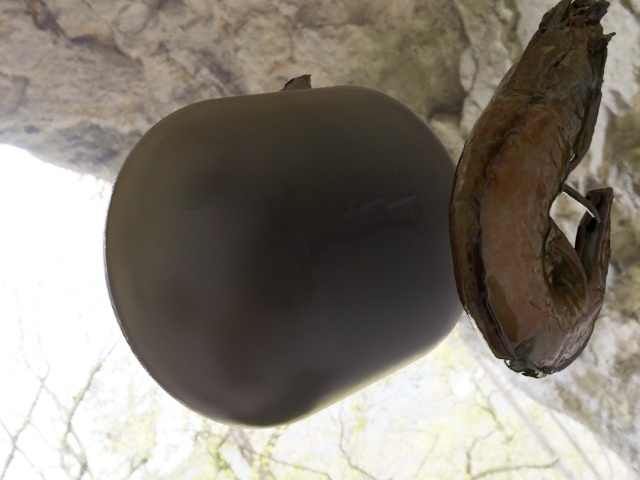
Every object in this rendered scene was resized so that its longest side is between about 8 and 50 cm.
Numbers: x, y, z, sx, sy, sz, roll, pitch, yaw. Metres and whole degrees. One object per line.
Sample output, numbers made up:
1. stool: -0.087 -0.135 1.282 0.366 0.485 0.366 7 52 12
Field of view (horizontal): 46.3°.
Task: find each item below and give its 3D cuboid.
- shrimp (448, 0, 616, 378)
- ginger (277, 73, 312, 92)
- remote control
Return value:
1. shrimp: 0.130 -0.040 0.410 0.052 0.143 0.251 0 51 44
2. ginger: -0.021 -0.141 0.731 0.097 0.030 0.048 -2 -63 -38
3. remote control: 0.000 0.000 0.536 0.332 0.221 0.103 -16 2 -41
